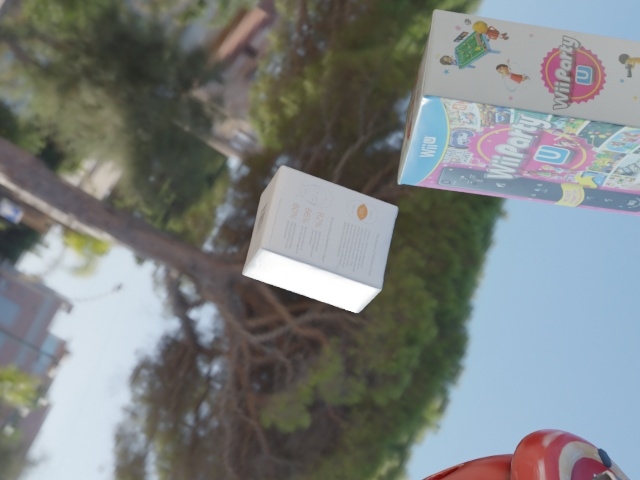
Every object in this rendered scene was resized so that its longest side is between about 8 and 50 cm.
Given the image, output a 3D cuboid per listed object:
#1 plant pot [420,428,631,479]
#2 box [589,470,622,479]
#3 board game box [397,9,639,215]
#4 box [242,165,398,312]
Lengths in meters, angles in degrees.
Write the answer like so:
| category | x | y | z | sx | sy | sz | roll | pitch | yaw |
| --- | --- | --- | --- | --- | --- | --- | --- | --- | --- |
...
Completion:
| category | x | y | z | sx | sy | sz | roll | pitch | yaw |
| --- | --- | --- | --- | --- | --- | --- | --- | --- | --- |
| plant pot | 0.142 | 0.238 | 0.885 | 0.174 | 0.191 | 0.191 | -39 | -156 | 28 |
| box | 0.124 | 0.310 | 0.656 | 0.296 | 0.294 | 0.183 | -37 | -133 | 10 |
| board game box | 0.240 | -0.114 | 1.219 | 0.224 | 0.303 | 0.097 | 97 | 2 | -71 |
| box | 0.000 | 0.000 | 1.639 | 0.091 | 0.170 | 0.130 | 129 | -22 | -58 |
